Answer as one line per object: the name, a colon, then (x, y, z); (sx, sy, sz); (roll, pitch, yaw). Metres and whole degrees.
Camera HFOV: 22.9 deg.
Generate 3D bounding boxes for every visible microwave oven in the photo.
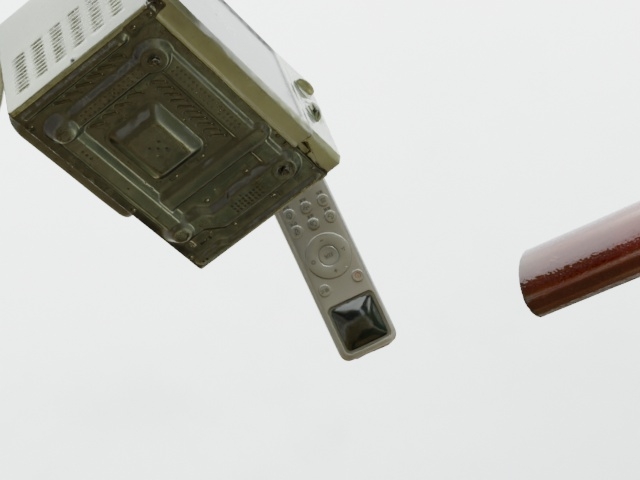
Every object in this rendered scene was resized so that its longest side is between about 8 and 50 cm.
microwave oven: (-0.132, -0.114, 1.321); (0.194, 0.145, 0.240); (-38, -49, 12)

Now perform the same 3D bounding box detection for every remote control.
remote control: (0.000, 0.000, 1.668); (0.067, 0.261, 0.029); (-24, -4, -7)

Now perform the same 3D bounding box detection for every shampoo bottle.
shampoo bottle: (0.366, 0.008, 1.922); (0.260, 0.102, 0.064); (-25, -52, 33)

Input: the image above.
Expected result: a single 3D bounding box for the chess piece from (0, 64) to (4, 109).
chess piece: (-0.369, -0.128, 1.493); (0.167, 0.167, 0.299); (-1, -5, -8)
